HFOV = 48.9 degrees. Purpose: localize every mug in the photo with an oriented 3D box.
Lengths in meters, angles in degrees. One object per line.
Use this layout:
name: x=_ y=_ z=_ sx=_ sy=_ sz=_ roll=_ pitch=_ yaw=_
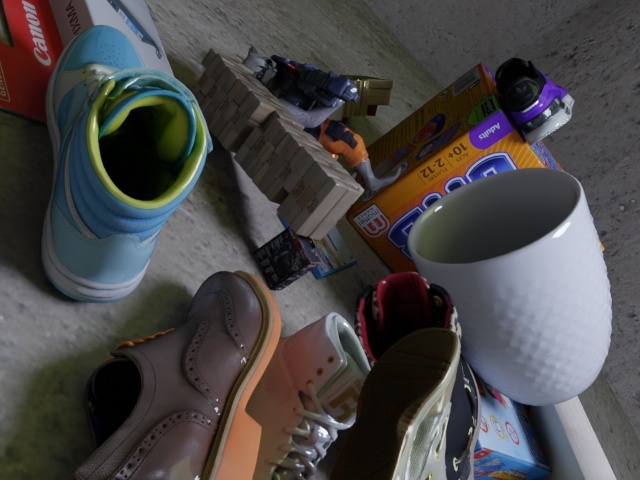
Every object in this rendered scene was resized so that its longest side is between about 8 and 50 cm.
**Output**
mug: x=0.308 y=0.079 z=1.185 sx=0.328 sy=0.276 sz=0.374 roll=63 pitch=-13 yaw=-24

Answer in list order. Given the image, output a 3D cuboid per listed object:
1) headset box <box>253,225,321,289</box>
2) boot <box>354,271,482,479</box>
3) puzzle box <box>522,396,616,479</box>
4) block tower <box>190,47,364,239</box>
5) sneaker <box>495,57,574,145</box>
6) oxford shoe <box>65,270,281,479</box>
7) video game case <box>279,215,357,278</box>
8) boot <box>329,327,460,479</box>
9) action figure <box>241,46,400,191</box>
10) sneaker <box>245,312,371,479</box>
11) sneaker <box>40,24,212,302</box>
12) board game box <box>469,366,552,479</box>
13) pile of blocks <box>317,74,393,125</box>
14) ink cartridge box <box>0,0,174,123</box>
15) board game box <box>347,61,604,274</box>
headset box: x=-0.043 y=0.022 z=0.970 sx=0.032 sy=0.083 sz=0.062 roll=6 pitch=53 yaw=-62
boot: x=0.132 y=0.166 z=0.932 sx=0.377 sy=0.138 sz=0.284 roll=-71 pitch=152 yaw=-56
puzzle box: x=0.431 y=0.355 z=1.331 sx=0.409 sy=0.052 sz=0.272 roll=-99 pitch=-178 yaw=-47
block tower: x=-0.074 y=-0.142 z=1.021 sx=0.091 sy=0.097 sz=0.335 roll=16 pitch=30 yaw=-54
sneaker: x=0.394 y=-0.282 z=1.325 sx=0.146 sy=0.102 sz=0.293 roll=51 pitch=23 yaw=-5
oxford shoe: x=-0.124 y=0.112 z=0.630 sx=0.133 sy=0.130 sz=0.363 roll=31 pitch=20 yaw=-14
video game case: x=0.000 y=0.000 z=1.183 sx=0.119 sy=0.015 sz=0.166 roll=59 pitch=22 yaw=7
boot: x=0.094 y=0.203 z=0.652 sx=0.213 sy=0.077 sz=0.165 roll=-58 pitch=131 yaw=-39
action figure: x=-0.017 y=-0.196 z=1.224 sx=0.330 sy=0.178 sz=0.341 roll=42 pitch=0 yaw=-19
sneaker: x=-0.023 y=0.185 z=0.671 sx=0.108 sy=0.169 sz=0.292 roll=46 pitch=25 yaw=-27
sneaker: x=-0.177 y=-0.122 z=0.658 sx=0.127 sy=0.208 sz=0.319 roll=8 pitch=57 yaw=-31
board game box: x=0.259 y=0.265 z=1.252 sx=0.302 sy=0.086 sz=0.308 roll=31 pitch=32 yaw=-46
pile of blocks: x=0.039 y=-0.322 z=1.635 sx=0.362 sy=0.149 sz=0.112 roll=-23 pitch=123 yaw=-59
ink cartridge box: x=-0.294 y=-0.249 z=0.856 sx=0.261 sy=0.066 sz=0.296 roll=18 pitch=43 yaw=-58
board game box: x=0.314 y=-0.094 z=1.504 sx=0.356 sy=0.356 sz=0.356 roll=48 pitch=23 yaw=-17
